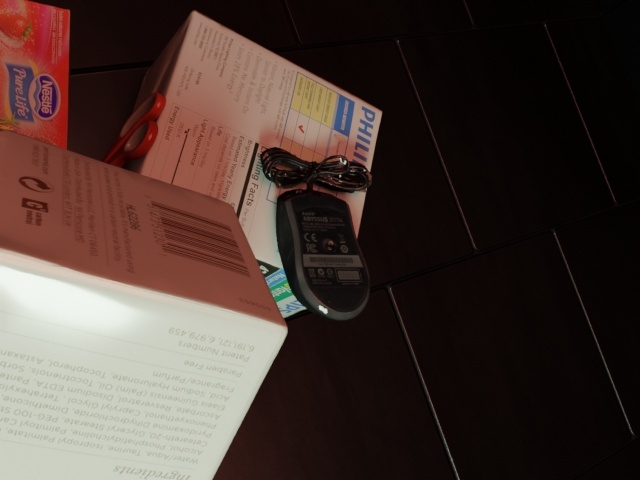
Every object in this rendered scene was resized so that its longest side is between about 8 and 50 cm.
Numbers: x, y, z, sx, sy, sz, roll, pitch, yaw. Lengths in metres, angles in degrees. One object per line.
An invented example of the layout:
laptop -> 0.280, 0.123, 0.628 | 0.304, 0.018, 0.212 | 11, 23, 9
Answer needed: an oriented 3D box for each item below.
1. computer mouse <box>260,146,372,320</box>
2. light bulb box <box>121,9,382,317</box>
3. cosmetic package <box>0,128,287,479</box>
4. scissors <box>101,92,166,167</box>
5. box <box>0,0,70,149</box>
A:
computer mouse -> 0.000, 0.000, 1.146 | 0.189, 0.072, 0.272 | 7, 60, -28
light bulb box -> -0.130, -0.105, 1.270 | 0.361, 0.225, 0.357 | 24, 63, -24
cosmetic package -> -0.293, 0.141, 0.929 | 0.328, 0.329, 0.393 | 18, 109, -26
scissors -> -0.320, -0.103, 1.152 | 0.021, 0.297, 0.109 | 28, 38, -34
box -> -0.458, -0.189, 1.145 | 0.142, 0.154, 0.299 | 6, 70, -30
